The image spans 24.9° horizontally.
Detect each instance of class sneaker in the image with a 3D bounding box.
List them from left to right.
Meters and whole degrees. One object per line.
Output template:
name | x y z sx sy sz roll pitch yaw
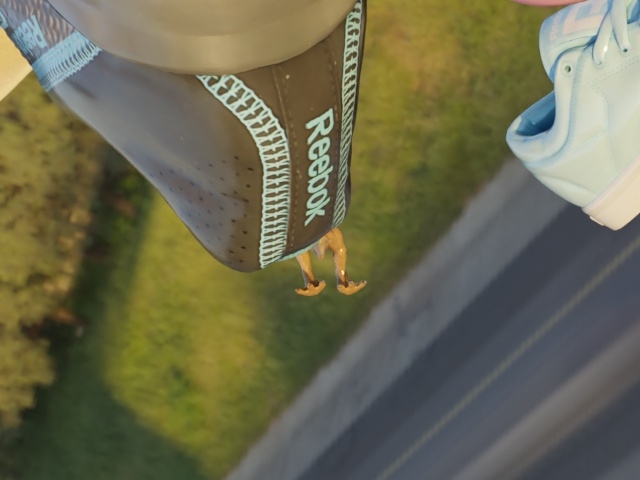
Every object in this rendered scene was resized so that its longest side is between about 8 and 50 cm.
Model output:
sneaker | -0.096 -0.116 0.516 0.341 0.125 0.139 49 156 45
sneaker | 0.247 -0.145 1.116 0.135 0.150 0.366 -62 0 -40

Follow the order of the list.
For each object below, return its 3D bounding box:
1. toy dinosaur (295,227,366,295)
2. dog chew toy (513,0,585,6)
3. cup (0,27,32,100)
toy dinosaur | 0.000 0.000 1.340 0.211 0.064 0.112 77 180 -67
dog chew toy | 0.145 -0.220 0.801 0.207 0.332 0.206 -1 -90 -65
cup | -0.354 -0.188 1.031 0.331 0.237 0.331 -41 1 1
